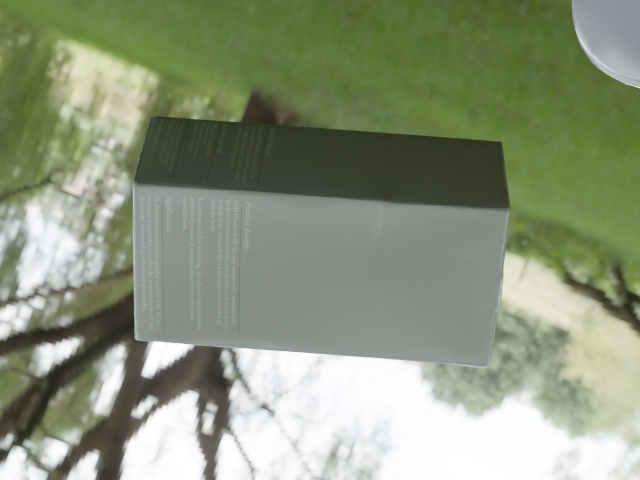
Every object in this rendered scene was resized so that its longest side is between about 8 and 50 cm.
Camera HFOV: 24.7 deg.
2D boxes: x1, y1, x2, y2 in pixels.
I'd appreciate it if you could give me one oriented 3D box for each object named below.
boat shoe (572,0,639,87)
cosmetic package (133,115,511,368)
[{"bbox_3d":[0.176,-0.052,0.431,0.076,0.080,0.228,-2,-163,-36],"label":"boat shoe"},{"bbox_3d":[0.000,0.000,0.952,0.238,0.127,0.107,4,-149,-2],"label":"cosmetic package"}]
